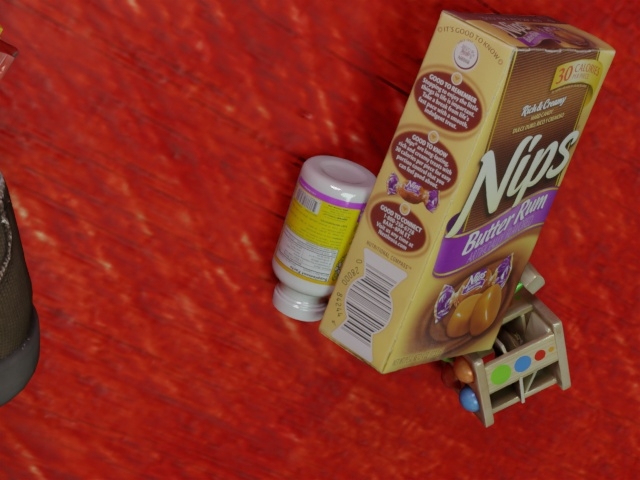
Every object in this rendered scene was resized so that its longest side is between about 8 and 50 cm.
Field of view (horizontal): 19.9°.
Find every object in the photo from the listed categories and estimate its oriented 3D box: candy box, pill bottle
[{"bbox_3d":[0.077,-0.026,0.961,0.109,0.053,0.186,-8,122,-53],"label":"candy box"},{"bbox_3d":[0.000,0.000,0.968,0.043,0.043,0.083,3,119,-31],"label":"pill bottle"}]

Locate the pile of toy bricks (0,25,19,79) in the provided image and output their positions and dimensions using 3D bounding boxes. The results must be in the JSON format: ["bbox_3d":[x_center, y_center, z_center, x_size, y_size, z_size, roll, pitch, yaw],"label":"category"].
[{"bbox_3d":[-0.232,-0.082,0.742,0.212,0.105,0.118,25,106,-38],"label":"pile of toy bricks"}]

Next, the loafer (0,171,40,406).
[{"bbox_3d":[-0.288,0.019,0.765,0.366,0.134,0.130,-11,129,-36],"label":"loafer"}]

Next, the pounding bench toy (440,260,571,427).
[{"bbox_3d":[0.100,0.055,1.055,0.065,0.052,0.083,-24,129,-14],"label":"pounding bench toy"}]
